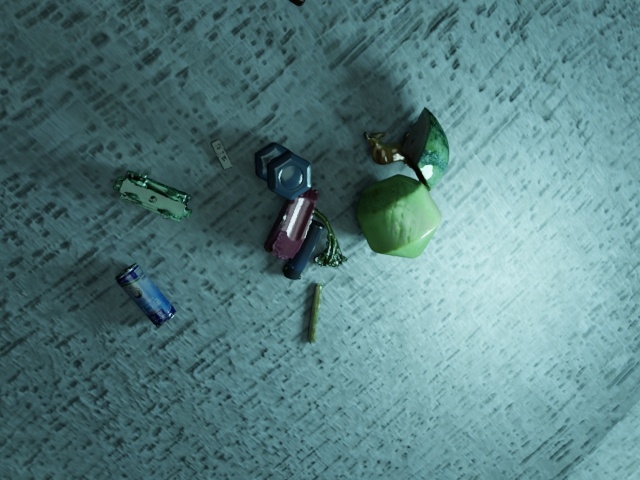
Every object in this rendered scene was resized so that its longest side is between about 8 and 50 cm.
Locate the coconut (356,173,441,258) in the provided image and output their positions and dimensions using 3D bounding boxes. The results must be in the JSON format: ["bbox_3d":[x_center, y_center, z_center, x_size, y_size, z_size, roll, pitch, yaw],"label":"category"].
[{"bbox_3d":[0.294,-0.075,1.936,0.328,0.281,0.328,5,110,14],"label":"coconut"}]

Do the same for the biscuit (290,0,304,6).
[{"bbox_3d":[-0.198,-0.950,1.760,0.388,0.073,0.107,26,95,-17],"label":"biscuit"}]

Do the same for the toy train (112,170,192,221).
[{"bbox_3d":[-0.572,-0.156,1.785,0.269,0.154,0.115,22,96,-16],"label":"toy train"}]

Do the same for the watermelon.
[{"bbox_3d":[0.398,-0.313,1.909,0.260,0.176,0.256,46,55,-24],"label":"watermelon"}]

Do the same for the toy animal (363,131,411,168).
[{"bbox_3d":[0.300,-0.341,1.984,0.312,0.097,0.158,-4,101,-15],"label":"toy animal"}]

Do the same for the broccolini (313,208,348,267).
[{"bbox_3d":[-0.003,-0.008,2.008,0.123,0.062,0.271,-29,99,-11],"label":"broccolini"}]

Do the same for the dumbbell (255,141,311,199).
[{"bbox_3d":[-0.135,-0.247,1.784,0.156,0.316,0.144,25,98,-23],"label":"dumbbell"}]

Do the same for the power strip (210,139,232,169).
[{"bbox_3d":[-0.358,-0.311,1.869,0.038,0.029,0.111,-28,105,-7],"label":"power strip"}]

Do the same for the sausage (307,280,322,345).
[{"bbox_3d":[-0.022,0.292,2.064,0.032,0.033,0.269,6,99,-14],"label":"sausage"}]

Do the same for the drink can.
[{"bbox_3d":[-0.633,0.198,1.871,0.097,0.097,0.235,-36,107,-4],"label":"drink can"}]

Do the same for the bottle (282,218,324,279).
[{"bbox_3d":[-0.068,0.037,1.967,0.082,0.072,0.244,20,106,-18],"label":"bottle"}]

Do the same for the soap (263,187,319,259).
[{"bbox_3d":[-0.105,-0.074,1.898,0.112,0.182,0.289,24,90,-16],"label":"soap"}]
